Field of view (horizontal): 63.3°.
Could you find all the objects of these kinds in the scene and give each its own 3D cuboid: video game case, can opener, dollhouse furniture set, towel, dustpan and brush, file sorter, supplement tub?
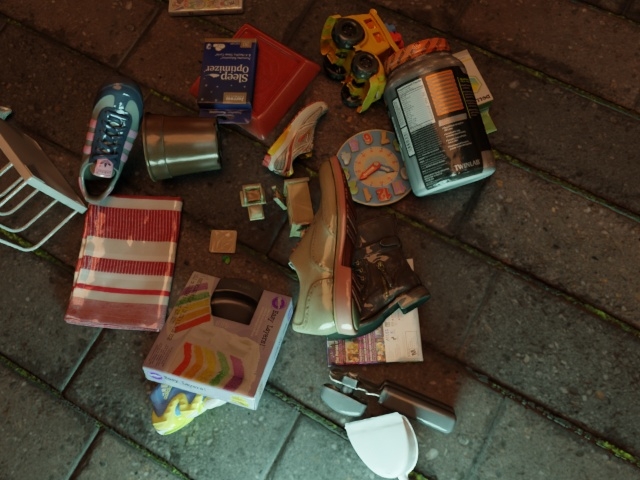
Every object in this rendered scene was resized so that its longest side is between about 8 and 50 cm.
[{"bbox_3d":[-0.314,-0.732,1.452,0.206,0.026,0.227,-1,75,4],"label":"video game case"},{"bbox_3d":[0.141,0.352,1.108,0.283,0.076,0.095,21,93,8],"label":"can opener"},{"bbox_3d":[-0.094,-0.035,1.198,0.160,0.101,0.182,-8,74,-9],"label":"dollhouse furniture set"},{"bbox_3d":[-0.466,0.045,1.244,0.236,0.037,0.329,4,75,4],"label":"towel"},{"bbox_3d":[0.153,0.460,1.070,0.147,0.060,0.211,-25,79,32],"label":"dustpan and brush"},{"bbox_3d":[0.114,0.162,1.171,0.210,0.042,0.232,-4,74,2],"label":"video game case"},{"bbox_3d":[-0.737,-0.141,1.219,0.173,0.193,0.278,-42,69,-4],"label":"file sorter"},{"bbox_3d":[0.259,-0.273,1.172,0.193,0.193,0.316,-16,88,-1],"label":"supplement tub"}]

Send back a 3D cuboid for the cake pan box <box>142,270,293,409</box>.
[{"bbox_3d":[-0.209,0.204,1.122,0.245,0.070,0.267,16,50,7],"label":"cake pan box"}]

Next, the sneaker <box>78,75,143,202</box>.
[{"bbox_3d":[-0.478,-0.217,1.186,0.112,0.319,0.131,10,45,-27],"label":"sneaker"}]

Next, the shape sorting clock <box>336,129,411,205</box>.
[{"bbox_3d":[0.136,-0.180,1.264,0.206,0.040,0.206,-1,75,3],"label":"shape sorting clock"}]

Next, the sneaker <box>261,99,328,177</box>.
[{"bbox_3d":[-0.049,-0.251,1.284,0.092,0.088,0.225,38,80,-8],"label":"sneaker"}]

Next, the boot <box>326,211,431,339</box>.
[{"bbox_3d":[0.092,0.075,1.140,0.262,0.091,0.229,-24,68,-7],"label":"boot"}]

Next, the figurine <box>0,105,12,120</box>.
[{"bbox_3d":[-0.934,-0.283,1.346,0.209,0.092,0.215,16,75,0],"label":"figurine"}]

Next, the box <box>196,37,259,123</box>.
[{"bbox_3d":[-0.233,-0.403,1.304,0.136,0.036,0.226,2,76,4],"label":"box"}]

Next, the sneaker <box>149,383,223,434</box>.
[{"bbox_3d":[-0.270,0.314,1.130,0.240,0.091,0.126,-29,74,-4],"label":"sneaker"}]

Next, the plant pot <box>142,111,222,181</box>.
[{"bbox_3d":[-0.325,-0.231,1.254,0.165,0.167,0.167,-5,74,-6],"label":"plant pot"}]

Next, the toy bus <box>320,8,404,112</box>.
[{"bbox_3d":[0.132,-0.459,1.301,0.211,0.149,0.220,-22,76,-19],"label":"toy bus"}]

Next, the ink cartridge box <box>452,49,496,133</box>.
[{"bbox_3d":[0.352,-0.357,1.287,0.108,0.062,0.209,-20,75,-3],"label":"ink cartridge box"}]

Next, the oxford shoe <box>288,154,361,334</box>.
[{"bbox_3d":[0.000,0.000,1.077,0.146,0.140,0.397,-7,62,13],"label":"oxford shoe"}]

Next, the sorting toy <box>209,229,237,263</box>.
[{"bbox_3d":[-0.235,0.016,1.249,0.061,0.012,0.083,3,71,0],"label":"sorting toy"}]

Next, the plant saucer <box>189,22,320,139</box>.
[{"bbox_3d":[-0.175,-0.430,1.350,0.258,0.048,0.259,34,79,12],"label":"plant saucer"}]
